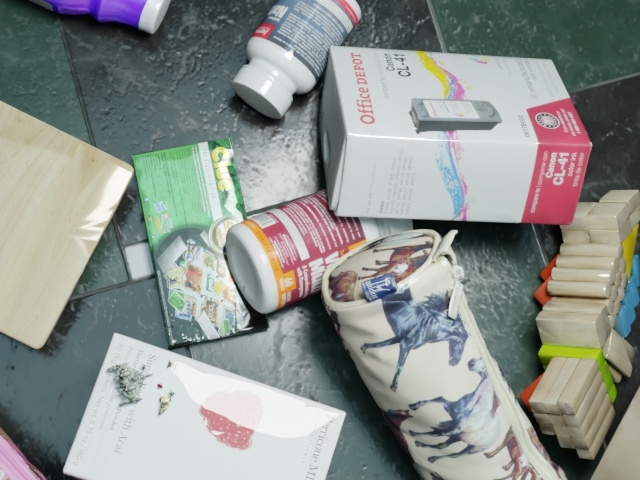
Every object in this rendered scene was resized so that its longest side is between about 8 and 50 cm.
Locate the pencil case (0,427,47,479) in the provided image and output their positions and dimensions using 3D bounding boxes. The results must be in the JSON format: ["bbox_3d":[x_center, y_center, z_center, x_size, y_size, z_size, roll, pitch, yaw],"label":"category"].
[{"bbox_3d":[-0.390,0.285,1.451,0.386,0.160,0.167,36,78,32],"label":"pencil case"}]

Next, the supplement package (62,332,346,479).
[{"bbox_3d":[-0.141,0.250,1.545,0.293,0.175,0.177,19,74,-3],"label":"supplement package"}]

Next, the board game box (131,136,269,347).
[{"bbox_3d":[-0.157,0.002,1.664,0.136,0.030,0.259,-10,82,-6],"label":"board game box"}]

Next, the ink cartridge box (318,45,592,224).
[{"bbox_3d":[0.162,-0.135,1.612,0.306,0.131,0.226,3,37,-9],"label":"ink cartridge box"}]

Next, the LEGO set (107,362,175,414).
[{"bbox_3d":[-0.207,0.166,1.453,0.083,0.023,0.054,12,74,-3],"label":"LEGO set"}]

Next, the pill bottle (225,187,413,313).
[{"bbox_3d":[0.000,0.000,1.623,0.221,0.121,0.121,-22,84,-21],"label":"pill bottle"}]

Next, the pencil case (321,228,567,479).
[{"bbox_3d":[0.161,0.187,1.546,0.160,0.183,0.410,-43,111,-42],"label":"pencil case"}]

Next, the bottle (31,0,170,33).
[{"bbox_3d":[-0.336,-0.360,1.670,0.283,0.092,0.118,24,80,-2],"label":"bottle"}]

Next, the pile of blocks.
[{"bbox_3d":[0.341,0.103,1.678,0.113,0.149,0.362,2,65,37],"label":"pile of blocks"}]

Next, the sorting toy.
[{"bbox_3d":[-0.405,-0.028,1.610,0.255,0.089,0.257,26,79,-2],"label":"sorting toy"}]

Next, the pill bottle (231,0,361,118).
[{"bbox_3d":[-0.036,-0.256,1.678,0.108,0.108,0.180,33,78,0],"label":"pill bottle"}]

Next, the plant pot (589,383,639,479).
[{"bbox_3d":[0.486,0.313,1.567,0.280,0.323,0.323,27,78,15],"label":"plant pot"}]
